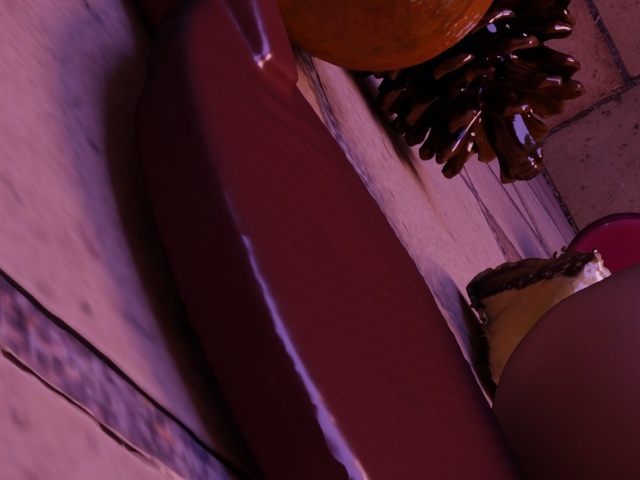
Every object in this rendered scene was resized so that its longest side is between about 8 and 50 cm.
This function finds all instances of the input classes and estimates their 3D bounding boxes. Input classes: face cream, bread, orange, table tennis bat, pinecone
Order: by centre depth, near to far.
[{"bbox_3d":[0.000,0.000,0.478,0.414,0.051,0.268,64,12,16],"label":"table tennis bat"},{"bbox_3d":[0.017,-0.217,0.770,0.240,0.171,0.240,54,14,-21],"label":"orange"},{"bbox_3d":[0.155,0.093,0.849,0.147,0.127,0.152,54,-20,-15],"label":"bread"},{"bbox_3d":[0.120,-0.146,1.022,0.185,0.168,0.212,-20,94,-36],"label":"pinecone"},{"bbox_3d":[0.379,0.053,1.569,0.175,0.175,0.195,59,12,2],"label":"face cream"}]

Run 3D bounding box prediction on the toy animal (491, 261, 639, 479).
[{"bbox_3d":[0.213,0.140,0.556,0.326,0.269,0.237,19,-38,30],"label":"toy animal"}]
